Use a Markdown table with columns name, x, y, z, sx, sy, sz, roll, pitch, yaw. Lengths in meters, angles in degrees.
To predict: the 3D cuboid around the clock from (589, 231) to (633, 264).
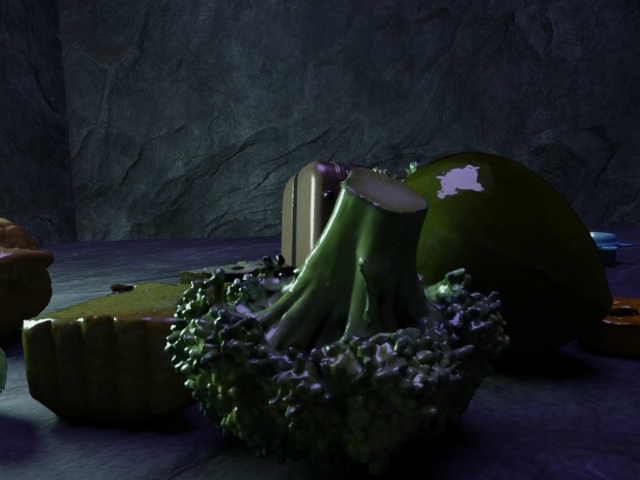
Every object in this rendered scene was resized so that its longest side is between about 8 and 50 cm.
| name | x | y | z | sx | sy | sz | roll | pitch | yaw |
| --- | --- | --- | --- | --- | --- | --- | --- | --- | --- |
| clock | 0.802 | 0.025 | 1.563 | 0.224 | 0.094 | 0.274 | -6 | 8 | -36 |

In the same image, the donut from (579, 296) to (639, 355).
| name | x | y | z | sx | sy | sz | roll | pitch | yaw |
| --- | --- | --- | --- | --- | --- | --- | --- | --- | --- |
| donut | 0.447 | 0.125 | 0.736 | 0.152 | 0.058 | 0.152 | -3 | 5 | 0 |

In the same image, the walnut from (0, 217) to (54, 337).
| name | x | y | z | sx | sy | sz | roll | pitch | yaw |
| --- | --- | --- | --- | --- | --- | --- | --- | --- | --- |
| walnut | -0.607 | 0.067 | 0.902 | 0.257 | 0.224 | 0.257 | -25 | 0 | 0 |

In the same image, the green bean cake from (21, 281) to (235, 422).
| name | x | y | z | sx | sy | sz | roll | pitch | yaw |
| --- | --- | --- | --- | --- | --- | --- | --- | --- | --- |
| green bean cake | -0.202 | 0.127 | 0.627 | 0.233 | 0.124 | 0.236 | -2 | 5 | 13 |

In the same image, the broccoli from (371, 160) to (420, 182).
| name | x | y | z | sx | sy | sz | roll | pitch | yaw |
| --- | --- | --- | --- | --- | --- | --- | --- | --- | --- |
| broccoli | 0.200 | 0.016 | 1.182 | 0.281 | 0.347 | 0.293 | -11 | -38 | -3 |

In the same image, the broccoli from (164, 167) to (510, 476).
| name | x | y | z | sx | sy | sz | roll | pitch | yaw |
| --- | --- | --- | --- | --- | --- | --- | --- | --- | --- |
| broccoli | 0.027 | 0.088 | 0.466 | 0.288 | 0.235 | 0.260 | -19 | -19 | -45 |

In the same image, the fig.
| name | x | y | z | sx | sy | sz | roll | pitch | yaw |
| --- | --- | --- | --- | --- | --- | --- | --- | --- | --- |
| fig | 0.231 | 0.034 | 0.693 | 0.316 | 0.316 | 0.316 | -2 | 5 | 0 |

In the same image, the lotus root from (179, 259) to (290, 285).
| name | x | y | z | sx | sy | sz | roll | pitch | yaw |
| --- | --- | --- | --- | --- | --- | --- | --- | --- | --- |
| lotus root | -0.146 | 0.100 | 0.952 | 0.138 | 0.119 | 0.235 | 1 | 5 | 38 |

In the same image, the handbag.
| name | x | y | z | sx | sy | sz | roll | pitch | yaw |
| --- | --- | --- | --- | --- | --- | --- | --- | --- | --- |
| handbag | 0.000 | 0.000 | 1.050 | 0.149 | 0.301 | 0.283 | 0 | -2 | -21 |

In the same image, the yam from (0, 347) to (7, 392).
| name | x | y | z | sx | sy | sz | roll | pitch | yaw |
| --- | --- | --- | --- | --- | --- | --- | --- | --- | --- |
| yam | -0.448 | 0.155 | 0.571 | 0.183 | 0.107 | 0.107 | -2 | 5 | 19 |
